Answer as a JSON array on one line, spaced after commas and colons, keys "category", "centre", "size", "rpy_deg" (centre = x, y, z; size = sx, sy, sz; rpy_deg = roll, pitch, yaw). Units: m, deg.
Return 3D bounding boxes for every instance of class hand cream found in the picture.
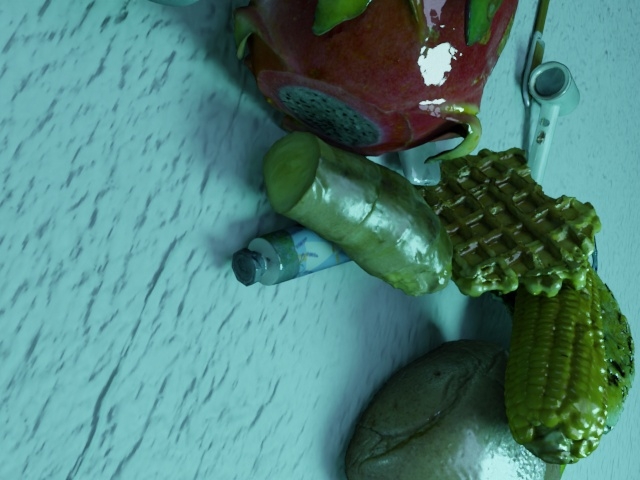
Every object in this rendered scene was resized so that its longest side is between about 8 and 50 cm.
[{"category": "hand cream", "centre": [0.000, 0.000, 0.670], "size": [0.256, 0.055, 0.088], "rpy_deg": [-18, 95, -47]}]

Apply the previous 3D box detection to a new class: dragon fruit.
[{"category": "dragon fruit", "centre": [0.046, -0.195, 0.561], "size": [0.291, 0.291, 0.189], "rpy_deg": [25, 74, -39]}]

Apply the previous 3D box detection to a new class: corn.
[{"category": "corn", "centre": [0.311, 0.121, 0.722], "size": [0.120, 0.121, 0.363], "rpy_deg": [53, 40, -29]}]

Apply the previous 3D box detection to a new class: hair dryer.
[{"category": "hair dryer", "centre": [0.429, -0.199, 1.032], "size": [0.131, 0.073, 0.236], "rpy_deg": [10, 91, -56]}]

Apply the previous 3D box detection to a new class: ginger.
[{"category": "ginger", "centre": [0.056, -0.028, 0.625], "size": [0.263, 0.109, 0.116], "rpy_deg": [30, 102, -32]}]

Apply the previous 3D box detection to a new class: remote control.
[{"category": "remote control", "centre": [0.137, -0.191, 0.774], "size": [0.073, 0.044, 0.228], "rpy_deg": [-1, 80, -40]}]

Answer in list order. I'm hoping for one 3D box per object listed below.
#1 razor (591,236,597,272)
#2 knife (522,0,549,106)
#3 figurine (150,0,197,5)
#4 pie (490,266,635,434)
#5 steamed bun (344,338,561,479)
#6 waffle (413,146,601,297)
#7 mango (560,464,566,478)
[{"category": "razor", "centre": [0.602, 0.040, 1.218], "size": [0.044, 0.028, 0.154], "rpy_deg": [3, 89, -42]}, {"category": "knife", "centre": [0.425, -0.376, 1.062], "size": [0.046, 0.022, 0.255], "rpy_deg": [30, 70, -44]}, {"category": "figurine", "centre": [-0.120, -0.362, 0.488], "size": [0.224, 0.205, 0.381], "rpy_deg": [49, 40, -27]}, {"category": "pie", "centre": [0.394, 0.125, 0.902], "size": [0.297, 0.078, 0.371], "rpy_deg": [-4, 65, -36]}, {"category": "steamed bun", "centre": [0.203, 0.292, 0.747], "size": [0.301, 0.199, 0.251], "rpy_deg": [-36, 113, -35]}, {"category": "waffle", "centre": [0.249, -0.032, 0.763], "size": [0.291, 0.291, 0.051], "rpy_deg": [-49, 152, -30]}, {"category": "mango", "centre": [0.392, 0.301, 0.955], "size": [0.175, 0.143, 0.293], "rpy_deg": [42, 63, -11]}]
